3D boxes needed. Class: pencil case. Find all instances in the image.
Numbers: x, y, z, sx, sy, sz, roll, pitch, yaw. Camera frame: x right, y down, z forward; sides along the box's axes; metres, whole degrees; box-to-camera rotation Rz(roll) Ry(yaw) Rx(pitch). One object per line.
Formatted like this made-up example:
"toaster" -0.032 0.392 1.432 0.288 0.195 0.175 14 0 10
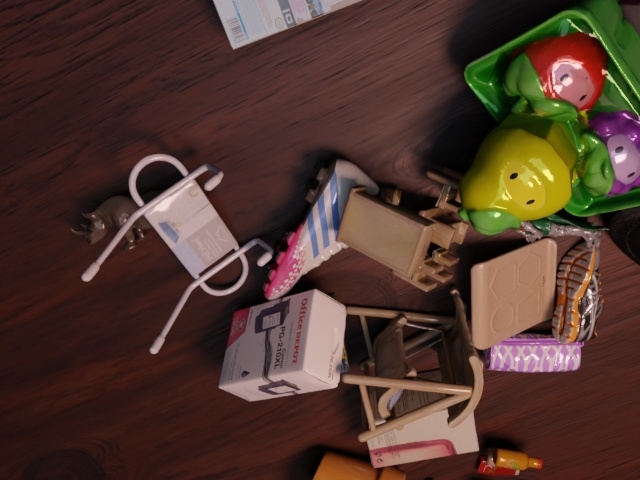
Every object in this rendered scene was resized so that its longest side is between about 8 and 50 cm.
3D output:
"pencil case" 0.450 0.235 1.330 0.206 0.086 0.088 -2 146 2

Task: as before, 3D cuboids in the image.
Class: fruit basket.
"fruit basket" 0.396 -0.168 1.033 0.391 0.283 0.392 6 78 -30

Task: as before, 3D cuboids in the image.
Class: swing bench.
"swing bench" 0.185 0.240 1.247 0.254 0.253 0.165 -11 113 9

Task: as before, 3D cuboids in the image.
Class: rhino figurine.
"rhino figurine" -0.380 -0.042 1.252 0.243 0.073 0.106 -8 115 1

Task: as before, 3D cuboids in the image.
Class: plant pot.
"plant pot" 0.068 0.586 1.441 0.187 0.205 0.205 25 112 8

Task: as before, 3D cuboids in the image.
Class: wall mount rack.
"wall mount rack" -0.267 0.026 1.183 0.304 0.130 0.350 -38 124 -10

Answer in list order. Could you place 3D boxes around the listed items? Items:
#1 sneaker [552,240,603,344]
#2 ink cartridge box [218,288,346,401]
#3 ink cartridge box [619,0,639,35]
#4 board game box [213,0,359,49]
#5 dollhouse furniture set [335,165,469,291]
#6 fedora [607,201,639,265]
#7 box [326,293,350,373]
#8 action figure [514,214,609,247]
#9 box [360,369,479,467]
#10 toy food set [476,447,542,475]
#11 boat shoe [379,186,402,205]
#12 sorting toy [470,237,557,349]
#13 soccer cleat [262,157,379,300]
"sneaker" 0.535 0.107 1.275 0.083 0.084 0.215 7 100 -16
"ink cartridge box" -0.075 0.211 1.240 0.237 0.172 0.100 -19 140 37
"ink cartridge box" 0.638 -0.387 1.032 0.217 0.158 0.092 -17 110 8
"board game box" -0.046 -0.485 1.051 0.303 0.097 0.224 -17 112 10
"dollhouse furniture set" 0.170 -0.033 1.182 0.161 0.242 0.212 28 114 29
"fedora" 0.699 -0.032 1.137 0.334 0.334 0.153 31 78 -10
"box" 0.022 0.203 1.348 0.054 0.059 0.169 -10 111 5
"action figure" 0.418 -0.030 1.216 0.232 0.137 0.064 12 87 7
"box" 0.212 0.384 1.368 0.232 0.149 0.127 -11 112 7
"toy food set" 0.423 0.567 1.454 0.104 0.111 0.232 10 110 -2
"boat shoe" 0.123 -0.037 1.254 0.049 0.056 0.152 19 112 9
"sorting toy" 0.391 0.105 1.277 0.208 0.038 0.193 -16 114 -23
"soccer cleat" 0.000 0.000 1.236 0.143 0.116 0.331 24 112 -11
